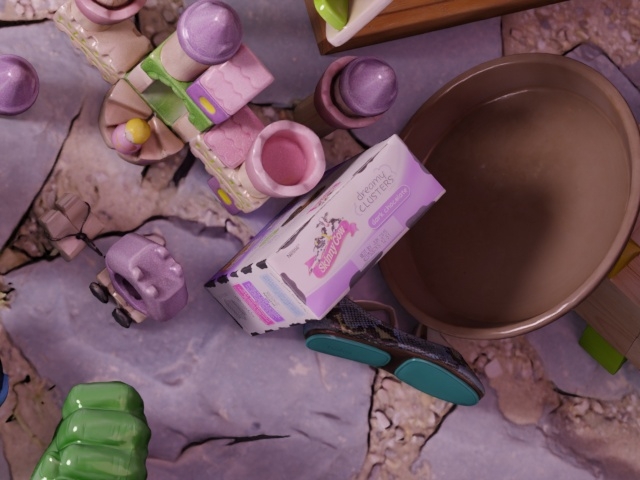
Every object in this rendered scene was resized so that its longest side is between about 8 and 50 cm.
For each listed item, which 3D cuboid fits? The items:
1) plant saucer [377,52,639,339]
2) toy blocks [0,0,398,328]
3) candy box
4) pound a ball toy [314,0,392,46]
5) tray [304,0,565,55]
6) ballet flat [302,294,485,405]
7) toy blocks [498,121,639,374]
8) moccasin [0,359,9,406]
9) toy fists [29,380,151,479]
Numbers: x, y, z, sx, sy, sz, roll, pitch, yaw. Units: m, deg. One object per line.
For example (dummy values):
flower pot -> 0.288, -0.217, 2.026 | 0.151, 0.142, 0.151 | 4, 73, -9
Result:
plant saucer -> 0.173, -0.038, 1.488 | 0.041, 0.278, 0.277 | 29, 70, -50
toy blocks -> -0.113, -0.132, 1.377 | 0.309, 0.260, 0.288 | -44, 98, -19
candy box -> 0.000, 0.000, 1.433 | 0.165, 0.196, 0.070 | -44, 98, -19
pound a ball toy -> -0.018, -0.311, 1.326 | 0.208, 0.136, 0.319 | 35, 33, -23
tray -> 0.169, -0.327, 1.605 | 0.411, 0.076, 0.202 | -15, 88, -22
ballet flat -> 0.075, 0.095, 1.520 | 0.188, 0.070, 0.070 | 24, 75, -19
toy blocks -> 0.388, 0.015, 1.563 | 0.261, 0.190, 0.381 | -39, 72, -21
moccasin -> -0.429, 0.125, 1.315 | 0.342, 0.138, 0.116 | -11, 82, -35
toy fists -> -0.215, 0.248, 1.351 | 0.096, 0.142, 0.279 | 24, 75, -15
